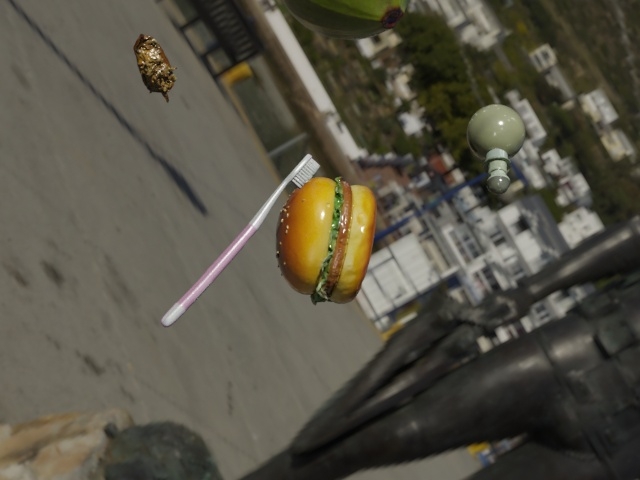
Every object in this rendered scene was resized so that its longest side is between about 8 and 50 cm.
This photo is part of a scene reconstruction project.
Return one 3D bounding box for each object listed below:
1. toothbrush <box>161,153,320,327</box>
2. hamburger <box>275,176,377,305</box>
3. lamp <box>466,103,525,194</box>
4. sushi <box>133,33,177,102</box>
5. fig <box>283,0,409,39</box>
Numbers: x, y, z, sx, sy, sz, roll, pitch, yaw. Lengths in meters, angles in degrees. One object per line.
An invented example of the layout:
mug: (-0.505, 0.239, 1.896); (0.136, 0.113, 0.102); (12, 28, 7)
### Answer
toothbrush: (-0.097, 0.001, 1.348); (0.025, 0.286, 0.020); (42, -16, -3)
hamburger: (0.000, -0.001, 2.001); (0.246, 0.170, 0.246); (-167, -90, -83)
lamp: (0.272, -0.135, 1.672); (0.091, 0.091, 0.163); (56, 28, -43)
sushi: (-0.268, -0.278, 1.750); (0.118, 0.061, 0.060); (54, 9, -29)
fig: (0.065, -0.550, 2.275); (0.316, 0.316, 0.316); (60, 5, -8)
